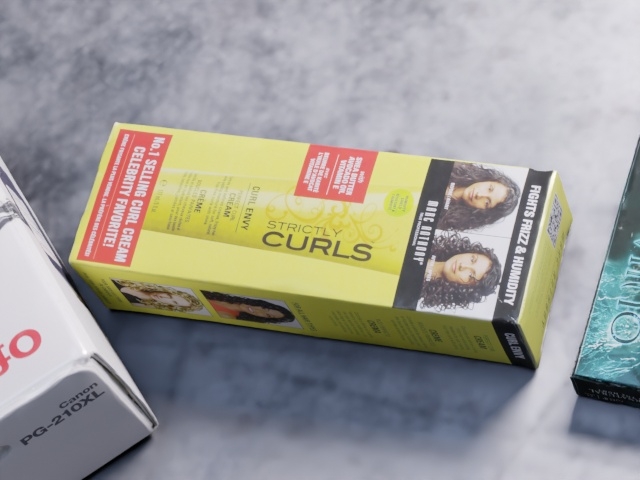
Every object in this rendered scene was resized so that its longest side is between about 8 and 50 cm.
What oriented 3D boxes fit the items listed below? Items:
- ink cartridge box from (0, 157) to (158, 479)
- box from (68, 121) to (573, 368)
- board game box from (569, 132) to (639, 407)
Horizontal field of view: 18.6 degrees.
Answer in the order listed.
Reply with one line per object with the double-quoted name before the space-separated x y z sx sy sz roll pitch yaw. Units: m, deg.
"ink cartridge box" -0.215 0.038 0.977 0.172 0.100 0.237 -34 58 -2
"box" 0.000 0.000 0.954 0.232 0.058 0.087 8 67 21
"board game box" 0.201 -0.004 0.913 0.126 0.026 0.186 10 67 22
